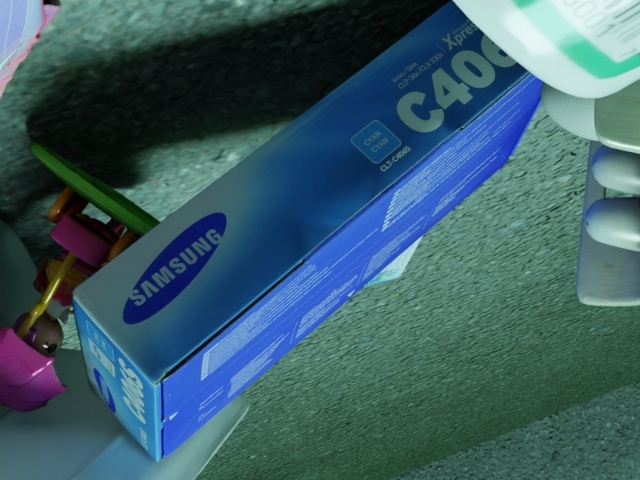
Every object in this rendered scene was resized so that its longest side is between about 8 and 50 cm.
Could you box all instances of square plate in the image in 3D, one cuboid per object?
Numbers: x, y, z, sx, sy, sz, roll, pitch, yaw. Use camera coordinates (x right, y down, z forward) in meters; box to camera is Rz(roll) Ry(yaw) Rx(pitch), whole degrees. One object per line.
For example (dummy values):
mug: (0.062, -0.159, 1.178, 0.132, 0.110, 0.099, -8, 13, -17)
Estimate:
square plate: (-0.255, 0.130, 0.804, 0.347, 0.049, 0.344, 6, -166, 11)

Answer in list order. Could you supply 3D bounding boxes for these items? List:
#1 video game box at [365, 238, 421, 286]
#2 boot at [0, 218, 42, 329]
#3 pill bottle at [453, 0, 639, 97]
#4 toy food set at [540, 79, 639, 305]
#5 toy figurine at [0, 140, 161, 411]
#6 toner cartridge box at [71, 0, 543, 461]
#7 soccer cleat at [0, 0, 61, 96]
video game box: (0.000, 0.000, 1.042, 0.187, 0.048, 0.205, -12, 159, -14)
boot: (-0.291, 0.026, 0.812, 0.124, 0.095, 0.258, -14, 155, 9)
pill bottle: (0.195, -0.222, 0.411, 0.361, 0.204, 0.204, -31, 157, 30)
toy food set: (0.184, -0.103, 0.717, 0.093, 0.219, 0.306, 6, 164, 11)
toy figurine: (-0.178, 0.037, 0.785, 0.159, 0.130, 0.173, -54, -178, -1)
toner cartridge box: (0.005, -0.017, 0.754, 0.348, 0.075, 0.165, -40, 164, -22)
soccer cleat: (-0.180, -0.095, 0.594, 0.095, 0.083, 0.248, -13, 157, -28)
